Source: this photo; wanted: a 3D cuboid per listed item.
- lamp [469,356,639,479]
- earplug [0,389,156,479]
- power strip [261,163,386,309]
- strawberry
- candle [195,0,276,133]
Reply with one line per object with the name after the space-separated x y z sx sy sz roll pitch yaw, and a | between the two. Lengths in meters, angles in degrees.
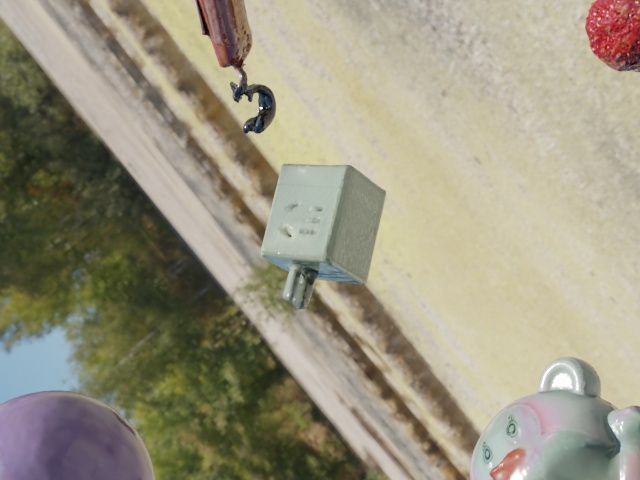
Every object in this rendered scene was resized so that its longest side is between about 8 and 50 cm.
0.306 0.292 1.009 0.247 0.247 0.301 13 -160 -38 | lamp
-0.323 0.287 0.821 0.215 0.456 0.215 43 -155 -25 | earplug
0.000 0.000 1.517 0.140 0.224 0.139 4 164 32 | power strip
0.302 -0.208 0.887 0.106 0.106 0.106 49 171 11 | strawberry
-0.039 -0.099 0.357 0.026 0.021 0.167 30 157 22 | candle
